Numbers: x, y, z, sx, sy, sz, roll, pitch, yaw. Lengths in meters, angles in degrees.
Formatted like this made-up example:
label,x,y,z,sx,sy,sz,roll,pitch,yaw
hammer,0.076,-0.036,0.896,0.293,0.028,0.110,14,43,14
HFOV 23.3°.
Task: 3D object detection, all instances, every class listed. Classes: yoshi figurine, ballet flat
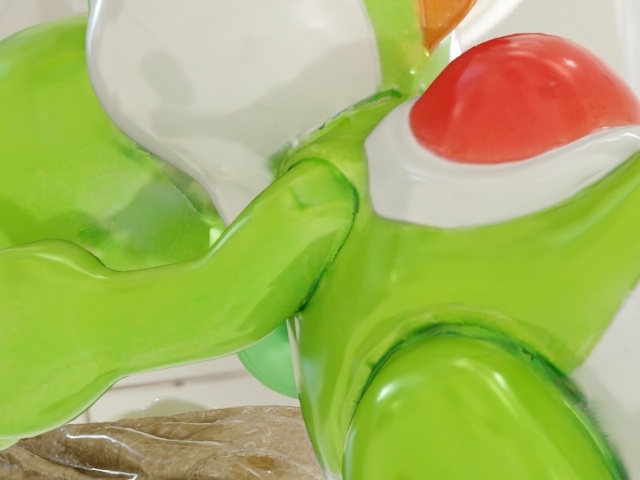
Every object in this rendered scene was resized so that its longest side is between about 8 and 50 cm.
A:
label,x,y,z,sx,sy,sz,roll,pitch,yaw
yoshi figurine,0.003,0.028,0.436,0.362,0.203,0.203,52,-9,30
ballet flat,-0.138,0.128,0.786,0.116,0.342,0.124,68,31,-22

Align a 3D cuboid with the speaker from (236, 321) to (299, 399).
label,x,y,z,sx,sy,sz,roll,pitch,yaw
speaker,0.000,0.000,1.077,0.296,0.131,0.131,-87,175,-71
